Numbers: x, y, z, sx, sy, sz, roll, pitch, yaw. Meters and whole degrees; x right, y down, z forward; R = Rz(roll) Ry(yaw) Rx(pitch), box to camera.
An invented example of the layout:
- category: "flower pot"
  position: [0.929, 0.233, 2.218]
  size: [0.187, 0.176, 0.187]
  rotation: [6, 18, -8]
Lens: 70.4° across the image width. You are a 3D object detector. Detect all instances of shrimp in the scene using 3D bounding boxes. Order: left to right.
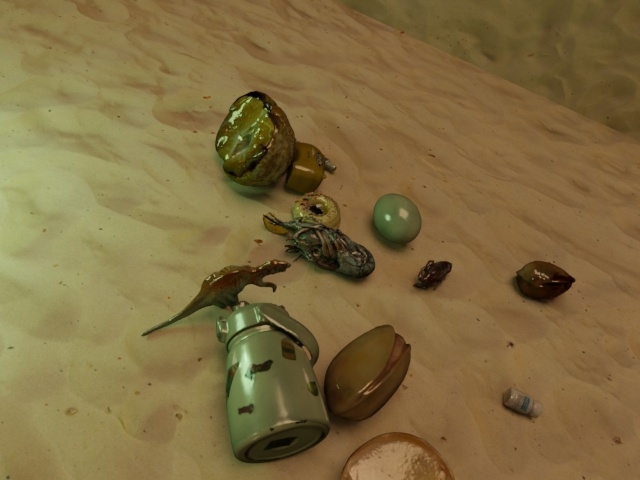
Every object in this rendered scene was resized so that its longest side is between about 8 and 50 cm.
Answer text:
- category: "shrimp"
  position: [0.002, 0.001, 1.352]
  size: [0.372, 0.172, 0.137]
  rotation: [20, 51, -11]
- category: "shrimp"
  position: [0.355, 0.110, 1.444]
  size: [0.075, 0.073, 0.190]
  rotation: [40, 44, 23]

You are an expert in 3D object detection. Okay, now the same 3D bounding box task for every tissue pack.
- category: "tissue pack"
  position: [-0.051, -0.253, 1.592]
  size: [0.127, 0.123, 0.178]
  rotation: [15, 45, -18]

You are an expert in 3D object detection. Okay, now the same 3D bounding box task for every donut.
- category: "donut"
  position: [-0.133, -0.055, 1.431]
  size: [0.083, 0.067, 0.038]
  rotation: [-1, 28, 15]
- category: "donut"
  position: [-0.009, -0.094, 1.503]
  size: [0.175, 0.068, 0.174]
  rotation: [10, 48, -11]

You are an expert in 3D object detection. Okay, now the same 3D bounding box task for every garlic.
- category: "garlic"
  position: [0.156, 0.495, 0.961]
  size: [0.245, 0.145, 0.164]
  rotation: [4, 4, -3]

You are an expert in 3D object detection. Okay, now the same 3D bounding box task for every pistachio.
- category: "pistachio"
  position: [0.114, 0.319, 1.094]
  size: [0.293, 0.181, 0.162]
  rotation: [-29, 80, -44]
- category: "pistachio"
  position: [0.760, 0.136, 1.528]
  size: [0.210, 0.130, 0.165]
  rotation: [3, 9, -16]

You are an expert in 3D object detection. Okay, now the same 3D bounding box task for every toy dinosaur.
- category: "toy dinosaur"
  position: [-0.257, 0.144, 1.139]
  size: [0.393, 0.205, 0.092]
  rotation: [-14, 60, -6]

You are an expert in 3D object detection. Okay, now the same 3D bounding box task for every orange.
- category: "orange"
  position: [-0.206, -0.319, 1.529]
  size: [0.210, 0.271, 0.368]
  rotation: [31, 27, -48]

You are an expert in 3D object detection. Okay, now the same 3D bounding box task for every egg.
- category: "egg"
  position: [0.255, -0.075, 1.519]
  size: [0.149, 0.149, 0.192]
  rotation: [-7, 45, -25]

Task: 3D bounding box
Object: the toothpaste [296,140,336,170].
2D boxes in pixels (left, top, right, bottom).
- category: "toothpaste"
  position: [-0.030, -0.323, 1.725]
  size: [0.216, 0.037, 0.062]
  rotation: [33, 47, 17]

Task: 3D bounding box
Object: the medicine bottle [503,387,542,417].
- category: "medicine bottle"
  position: [0.545, 0.438, 1.223]
  size: [0.089, 0.052, 0.052]
  rotation: [26, 46, 4]

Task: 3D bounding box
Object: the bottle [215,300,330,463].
- category: "bottle"
  position: [-0.112, 0.291, 1.032]
  size: [0.229, 0.229, 0.351]
  rotation: [-2, 47, -21]
